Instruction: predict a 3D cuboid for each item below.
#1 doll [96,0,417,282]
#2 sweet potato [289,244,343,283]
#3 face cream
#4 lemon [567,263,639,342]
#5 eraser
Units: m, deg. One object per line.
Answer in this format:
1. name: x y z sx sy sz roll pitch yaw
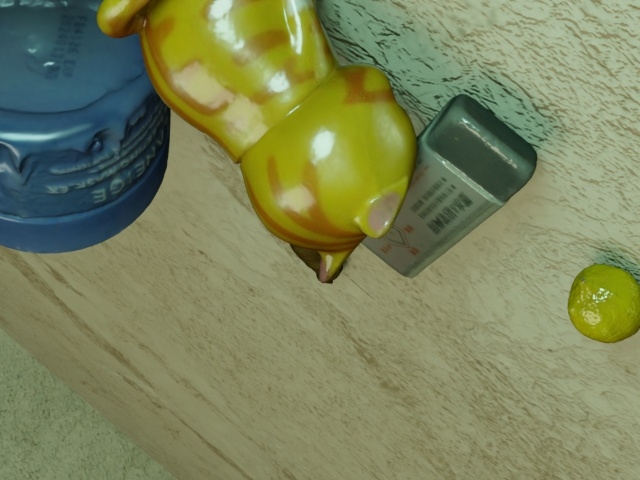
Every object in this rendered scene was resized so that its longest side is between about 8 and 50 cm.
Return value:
1. doll: -0.030 -0.115 0.978 0.269 0.162 0.166 46 162 0
2. sweet potato: -0.002 -0.001 1.328 0.069 0.059 0.249 37 165 7
3. face cream: -0.269 -0.141 1.200 0.249 0.249 0.225 34 157 9
4. lemon: 0.241 0.053 1.047 0.065 0.065 0.092 12 156 47
5. eraser: 0.097 -0.039 1.090 0.089 0.061 0.352 39 158 -1
